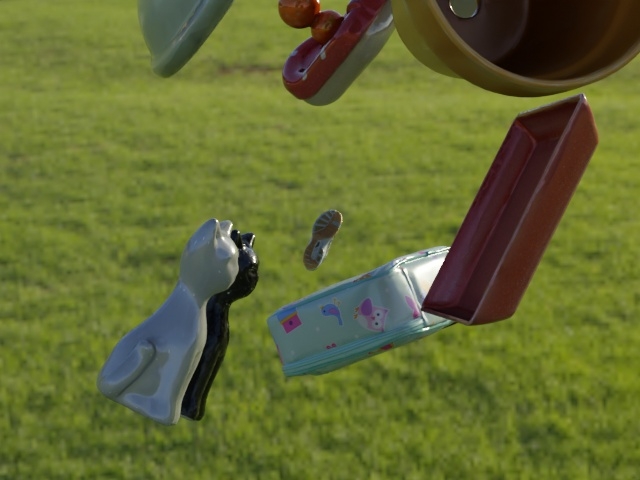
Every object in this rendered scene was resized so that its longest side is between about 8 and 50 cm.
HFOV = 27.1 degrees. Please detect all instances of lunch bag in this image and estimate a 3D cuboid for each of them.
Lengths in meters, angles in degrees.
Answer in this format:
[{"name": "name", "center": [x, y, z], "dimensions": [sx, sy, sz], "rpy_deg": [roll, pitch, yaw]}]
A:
[{"name": "lunch bag", "center": [0.069, 0.096, 1.757], "dimensions": [0.224, 0.108, 0.279], "rpy_deg": [-24, -6, 29]}]

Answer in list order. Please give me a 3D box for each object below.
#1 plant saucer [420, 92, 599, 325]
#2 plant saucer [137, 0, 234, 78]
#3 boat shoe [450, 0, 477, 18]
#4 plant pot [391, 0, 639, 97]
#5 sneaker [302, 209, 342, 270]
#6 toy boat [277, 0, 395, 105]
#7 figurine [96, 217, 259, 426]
[{"name": "plant saucer", "center": [0.206, -0.023, 1.428], "dimensions": [0.047, 0.258, 0.259], "rpy_deg": [27, -3, -7]}, {"name": "plant saucer", "center": [-0.089, -0.352, 1.287], "dimensions": [0.100, 0.400, 0.400], "rpy_deg": [31, 5, -15]}, {"name": "boat shoe", "center": [0.221, -0.428, 1.803], "dimensions": [0.127, 0.158, 0.340], "rpy_deg": [21, -27, -10]}, {"name": "plant pot", "center": [0.144, -0.206, 1.053], "dimensions": [0.205, 0.205, 0.188], "rpy_deg": [-7, -2, -14]}, {"name": "sneaker", "center": [0.000, 0.000, 1.669], "dimensions": [0.032, 0.083, 0.037], "rpy_deg": [28, -14, 7]}, {"name": "toy boat", "center": [0.007, -0.294, 1.840], "dimensions": [0.151, 0.151, 0.231], "rpy_deg": [-59, 8, -34]}, {"name": "figurine", "center": [-0.131, 0.076, 1.361], "dimensions": [0.092, 0.209, 0.215], "rpy_deg": [27, -2, 7]}]
